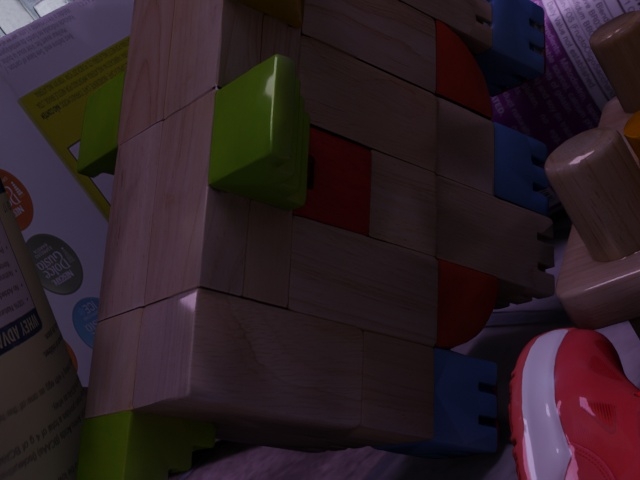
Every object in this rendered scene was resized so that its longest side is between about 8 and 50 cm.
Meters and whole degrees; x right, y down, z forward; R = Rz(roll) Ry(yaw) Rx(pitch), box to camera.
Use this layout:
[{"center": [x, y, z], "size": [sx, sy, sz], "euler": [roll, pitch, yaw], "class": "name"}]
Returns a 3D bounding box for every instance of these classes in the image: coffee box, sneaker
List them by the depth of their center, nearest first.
[{"center": [0.140, 0.096, 0.363], "size": [0.128, 0.087, 0.221], "euler": [-21, 30, 20], "class": "sneaker"}, {"center": [-0.185, -0.012, 0.947], "size": [0.337, 0.334, 0.338], "euler": [-27, 14, 36], "class": "coffee box"}]

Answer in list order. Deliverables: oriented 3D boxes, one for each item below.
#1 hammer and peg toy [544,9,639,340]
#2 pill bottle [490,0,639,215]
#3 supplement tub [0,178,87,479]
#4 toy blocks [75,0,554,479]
[{"center": [0.290, -0.086, 0.482], "size": [0.361, 0.127, 0.266], "euler": [-24, 17, 29], "class": "hammer and peg toy"}, {"center": [0.212, -0.136, 0.754], "size": [0.301, 0.169, 0.169], "euler": [-30, 14, 23], "class": "pill bottle"}, {"center": [-0.233, 0.119, 0.543], "size": [0.235, 0.325, 0.235], "euler": [-20, 8, 3], "class": "supplement tub"}, {"center": [0.023, -0.028, 0.593], "size": [0.190, 0.261, 0.381], "euler": [-20, 60, 48], "class": "toy blocks"}]
